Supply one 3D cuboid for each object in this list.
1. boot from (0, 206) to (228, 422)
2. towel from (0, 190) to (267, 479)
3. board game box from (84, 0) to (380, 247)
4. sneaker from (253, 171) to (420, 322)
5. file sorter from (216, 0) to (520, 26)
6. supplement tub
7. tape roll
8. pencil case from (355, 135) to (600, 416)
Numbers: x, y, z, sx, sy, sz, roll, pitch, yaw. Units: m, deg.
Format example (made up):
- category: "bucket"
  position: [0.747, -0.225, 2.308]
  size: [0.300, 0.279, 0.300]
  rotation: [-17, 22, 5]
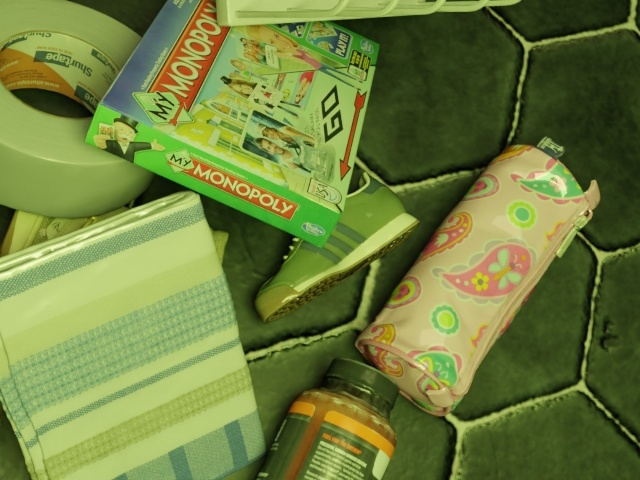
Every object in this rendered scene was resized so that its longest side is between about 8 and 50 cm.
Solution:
- category: "boot"
  position: [-0.200, 0.083, 0.887]
  size: [0.204, 0.095, 0.261]
  rotation: [18, 69, -11]
- category: "towel"
  position: [-0.164, 0.113, 0.839]
  size: [0.209, 0.034, 0.284]
  rotation: [-24, 119, -21]
- category: "board game box"
  position: [-0.063, -0.142, 0.920]
  size: [0.214, 0.046, 0.317]
  rotation: [24, 37, -9]
- category: "sneaker"
  position: [0.000, 0.000, 0.981]
  size: [0.192, 0.064, 0.086]
  rotation: [-31, 77, -21]
- category: "file sorter"
  position: [0.058, -0.306, 0.936]
  size: [0.278, 0.173, 0.192]
  rotation: [-15, 109, -42]
- category: "supplement tub"
  position: [0.003, 0.208, 0.898]
  size: [0.106, 0.106, 0.197]
  rotation: [29, 70, -6]
- category: "tape roll"
  position: [-0.240, -0.124, 0.892]
  size: [0.219, 0.072, 0.219]
  rotation: [16, 43, -16]
- category: "pencil case"
  position: [0.158, 0.033, 0.980]
  size: [0.124, 0.124, 0.284]
  rotation: [41, 70, -1]
